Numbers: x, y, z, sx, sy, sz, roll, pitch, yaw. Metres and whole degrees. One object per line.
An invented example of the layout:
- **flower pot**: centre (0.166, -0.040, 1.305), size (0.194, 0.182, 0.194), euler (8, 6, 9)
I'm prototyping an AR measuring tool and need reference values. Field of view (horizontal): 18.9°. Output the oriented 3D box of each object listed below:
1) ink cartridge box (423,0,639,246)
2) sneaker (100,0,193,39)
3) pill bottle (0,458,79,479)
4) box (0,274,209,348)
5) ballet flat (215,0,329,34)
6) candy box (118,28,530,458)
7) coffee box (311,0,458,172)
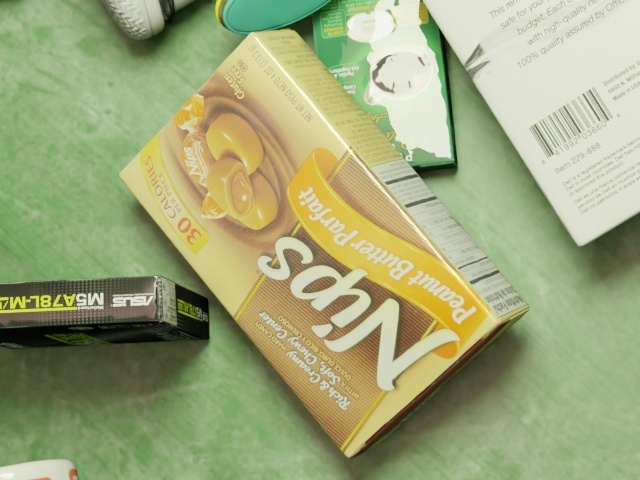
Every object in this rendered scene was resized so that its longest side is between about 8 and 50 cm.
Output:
- **ink cartridge box**: centre (0.228, -0.174, 1.555), size (0.211, 0.121, 0.289), euler (-32, 89, 17)
- **sneaker**: centre (-0.157, -0.374, 1.643), size (0.210, 0.137, 0.366), euler (-27, 99, -6)
- **pill bottle**: centre (-0.249, 0.301, 1.609), size (0.124, 0.124, 0.221), euler (-11, 81, 7)
- **box**: centre (-0.200, 0.061, 1.596), size (0.184, 0.191, 0.045), euler (-5, 82, 7)
- **ballet flat**: centre (0.009, -0.253, 1.618), size (0.231, 0.077, 0.077), euler (-30, 45, 6)
- **candy box**: centre (0.000, 0.000, 1.599), size (0.183, 0.087, 0.316), euler (-44, 79, 24)
- **coffee box**: centre (0.054, -0.146, 1.658), size (0.113, 0.040, 0.184), euler (-9, 82, 8)
